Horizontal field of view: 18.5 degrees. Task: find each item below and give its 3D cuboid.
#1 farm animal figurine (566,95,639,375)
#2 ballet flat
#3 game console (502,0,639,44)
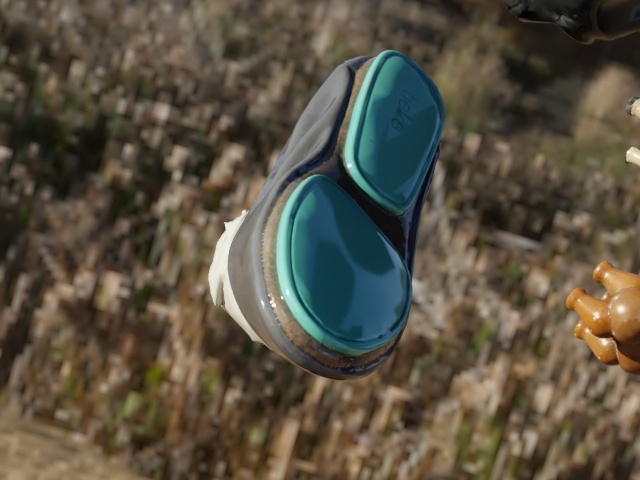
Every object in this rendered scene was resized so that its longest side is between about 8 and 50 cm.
[{"bbox_3d":[0.371,-0.006,1.551,0.330,0.327,0.172,-26,49,-35],"label":"farm animal figurine"},{"bbox_3d":[0.000,0.000,0.716,0.074,0.074,0.203,17,33,3],"label":"ballet flat"},{"bbox_3d":[0.191,-0.123,0.687,0.213,0.044,0.361,-18,4,35],"label":"game console"}]
